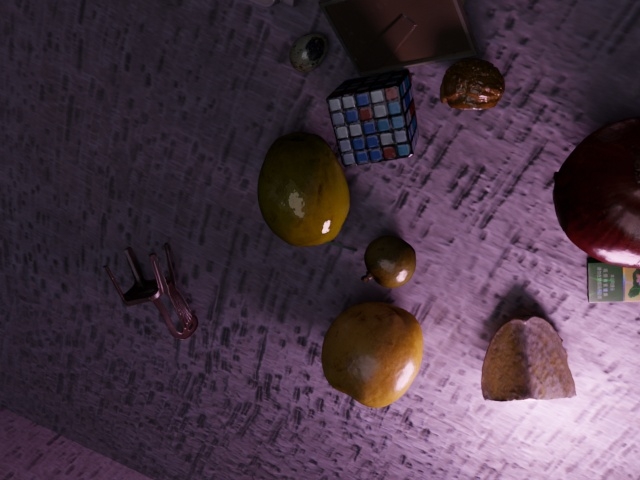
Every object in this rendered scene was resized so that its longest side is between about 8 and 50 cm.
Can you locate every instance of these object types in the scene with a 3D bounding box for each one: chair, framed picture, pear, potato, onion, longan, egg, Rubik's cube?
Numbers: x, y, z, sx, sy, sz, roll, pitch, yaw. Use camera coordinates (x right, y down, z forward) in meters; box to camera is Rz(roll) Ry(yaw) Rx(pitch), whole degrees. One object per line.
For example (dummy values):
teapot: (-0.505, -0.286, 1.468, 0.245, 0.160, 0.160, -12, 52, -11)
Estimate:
chair: (-0.565, 0.186, 1.931, 0.183, 0.175, 0.326, -11, 108, 14)
framed picture: (0.178, -0.485, 1.290, 0.315, 0.024, 0.232, 0, 147, 34)
pear: (-0.047, -0.135, 1.538, 0.253, 0.253, 0.307, 2, 112, 17)
potato: (0.606, 0.348, 1.679, 0.189, 0.211, 0.264, -11, 81, 62)
pear: (0.154, 0.334, 1.698, 0.314, 0.314, 0.314, 8, 120, 14)
onion: (0.690, -0.104, 1.266, 0.341, 0.341, 0.341, 8, 120, 14)
longan: (0.190, 0.066, 1.620, 0.176, 0.145, 0.154, -31, 90, 4)
egg: (-0.029, -0.477, 1.431, 0.110, 0.085, 0.085, -30, 105, 23)
Rubik's cube: (0.138, -0.308, 1.411, 0.184, 0.187, 0.182, -7, 115, 19)

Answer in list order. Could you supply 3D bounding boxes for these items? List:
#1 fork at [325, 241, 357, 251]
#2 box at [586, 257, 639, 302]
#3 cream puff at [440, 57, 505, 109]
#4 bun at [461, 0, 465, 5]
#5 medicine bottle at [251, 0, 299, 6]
fork: (0.000, -0.001, 1.726, 0.235, 0.021, 0.039, 14, 126, 9)
box: (0.834, 0.101, 1.494, 0.235, 0.034, 0.132, -4, 116, 20)
cream puff: (0.354, -0.368, 1.325, 0.165, 0.150, 0.115, 22, 119, 52)
bun: (0.218, -0.555, 1.280, 0.222, 0.127, 0.222, 7, 120, 12)
medicine bottle: (-0.134, -0.640, 1.386, 0.183, 0.069, 0.119, 26, 121, 2)
